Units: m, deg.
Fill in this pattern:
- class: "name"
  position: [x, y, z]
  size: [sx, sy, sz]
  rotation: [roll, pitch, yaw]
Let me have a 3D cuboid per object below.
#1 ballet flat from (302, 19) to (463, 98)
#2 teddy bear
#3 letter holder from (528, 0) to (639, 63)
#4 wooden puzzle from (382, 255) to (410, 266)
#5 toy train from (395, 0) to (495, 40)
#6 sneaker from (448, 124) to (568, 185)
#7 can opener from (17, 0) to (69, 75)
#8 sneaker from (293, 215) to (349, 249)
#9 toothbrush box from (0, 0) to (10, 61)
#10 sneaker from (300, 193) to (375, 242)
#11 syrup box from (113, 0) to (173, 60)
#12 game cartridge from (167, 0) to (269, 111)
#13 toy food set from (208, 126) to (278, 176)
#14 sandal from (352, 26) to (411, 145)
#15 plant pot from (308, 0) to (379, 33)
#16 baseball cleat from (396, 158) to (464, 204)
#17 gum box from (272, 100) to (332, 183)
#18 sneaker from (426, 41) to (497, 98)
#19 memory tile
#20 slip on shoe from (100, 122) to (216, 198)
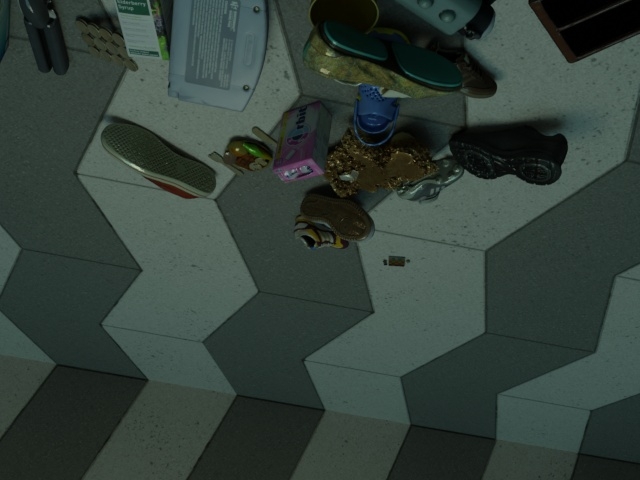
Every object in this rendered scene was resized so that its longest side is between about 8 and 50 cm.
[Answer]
- class: "ballet flat"
  position: [0.119, -0.340, 1.564]
  size: [0.349, 0.123, 0.123]
  rotation: [10, 150, -30]
- class: "teddy bear"
  position: [0.125, -0.197, 1.960]
  size: [0.245, 0.113, 0.338]
  rotation: [32, 149, -23]
- class: "letter holder"
  position: [0.457, -0.472, 1.254]
  size: [0.215, 0.301, 0.152]
  rotation: [-19, 139, 35]
- class: "wooden puzzle"
  position: [0.232, 0.064, 2.414]
  size: [0.083, 0.006, 0.049]
  rotation: [4, 147, 7]
- class: "toy train"
  position: [0.182, -0.483, 1.401]
  size: [0.334, 0.190, 0.142]
  rotation: [26, 144, -26]
- class: "sneaker"
  position: [0.441, -0.212, 1.850]
  size: [0.286, 0.130, 0.109]
  rotation: [16, 147, 30]
- class: "can opener"
  position: [-0.610, -0.452, 1.706]
  size: [0.076, 0.095, 0.283]
  rotation: [9, 147, 0]
- class: "sneaker"
  position: [0.000, 0.000, 2.292]
  size: [0.186, 0.083, 0.069]
  rotation: [24, 144, -24]
- class: "toothbrush box"
  position: [-0.772, -0.497, 1.644]
  size: [0.216, 0.126, 0.295]
  rotation: [17, 145, -15]
- class: "sneaker"
  position: [0.083, -0.049, 2.096]
  size: [0.153, 0.099, 0.282]
  rotation: [21, -177, -40]
- class: "syrup box"
  position: [-0.358, -0.486, 1.600]
  size: [0.093, 0.096, 0.236]
  rotation: [6, 149, 3]
- class: "game cartridge"
  position: [-0.209, -0.416, 1.634]
  size: [0.198, 0.062, 0.297]
  rotation: [8, 126, -7]
- class: "toy food set"
  position: [-0.191, -0.213, 2.041]
  size: [0.132, 0.038, 0.192]
  rotation: [33, 140, -34]
- class: "sandal"
  position: [0.131, -0.322, 1.717]
  size: [0.126, 0.138, 0.317]
  rotation: [6, 146, 6]
- class: "plant pot"
  position: [0.045, -0.472, 1.528]
  size: [0.134, 0.095, 0.134]
  rotation: [1, 152, 0]
- class: "baseball cleat"
  position: [0.297, -0.151, 2.026]
  size: [0.206, 0.072, 0.109]
  rotation: [-16, 154, 40]
- class: "gum box"
  position: [-0.041, -0.226, 1.851]
  size: [0.107, 0.188, 0.062]
  rotation: [-13, 142, 29]
- class: "sneaker"
  position: [0.303, -0.362, 1.680]
  size: [0.189, 0.066, 0.071]
  rotation: [17, 146, -15]
- class: "memory tile"
  position: [-0.469, -0.431, 1.735]
  size: [0.148, 0.012, 0.113]
  rotation: [24, 154, 24]
- class: "slip on shoe"
  position: [-0.430, -0.195, 2.057]
  size: [0.331, 0.123, 0.101]
  rotation: [27, 147, -36]
